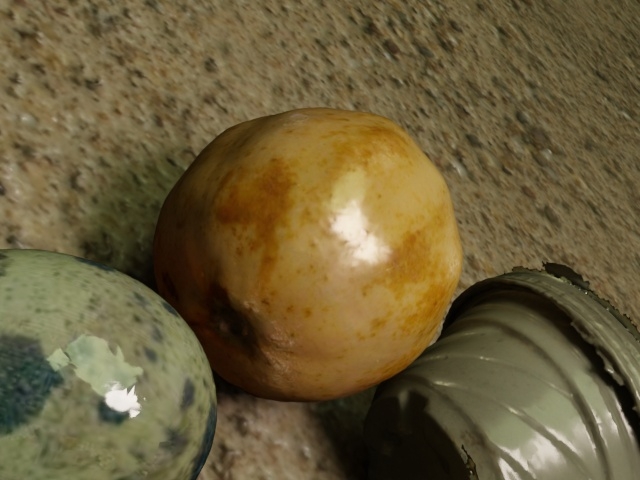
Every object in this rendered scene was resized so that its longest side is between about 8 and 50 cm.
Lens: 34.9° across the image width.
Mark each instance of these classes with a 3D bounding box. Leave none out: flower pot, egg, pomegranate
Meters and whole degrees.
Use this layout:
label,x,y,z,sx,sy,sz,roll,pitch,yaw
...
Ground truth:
label,x,y,z,sx,sy,sz,roll,pitch,yaw
flower pot,0.121,0.144,0.686,0.140,0.235,0.235,-18,69,-30
egg,-0.141,0.076,0.521,0.181,0.141,0.141,30,38,-9
pomegranate,-0.010,0.005,0.665,0.207,0.207,0.207,28,40,-26
